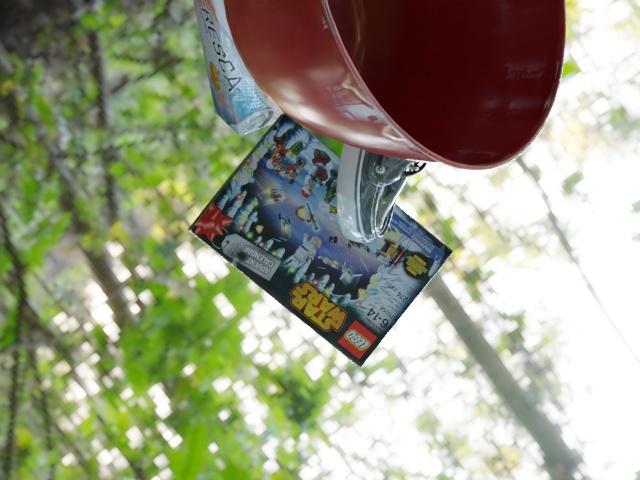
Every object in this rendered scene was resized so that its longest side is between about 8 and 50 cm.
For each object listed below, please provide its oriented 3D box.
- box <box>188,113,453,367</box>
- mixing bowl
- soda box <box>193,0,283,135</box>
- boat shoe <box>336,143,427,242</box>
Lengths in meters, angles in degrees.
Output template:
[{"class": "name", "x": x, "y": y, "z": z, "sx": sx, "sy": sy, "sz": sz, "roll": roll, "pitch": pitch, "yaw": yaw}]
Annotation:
[{"class": "box", "x": 0.000, "y": 0.000, "z": 0.950, "sx": 0.094, "sy": 0.137, "sz": 0.027, "roll": -52, "pitch": -173, "yaw": -3}, {"class": "mixing bowl", "x": 0.022, "y": -0.114, "z": 0.699, "sx": 0.098, "sy": 0.181, "sz": 0.181, "roll": -8, "pitch": -152, "yaw": 42}, {"class": "soda box", "x": -0.076, "y": -0.194, "z": 1.438, "sx": 0.063, "sy": 0.183, "sz": 0.058, "roll": -23, "pitch": -142, "yaw": -18}, {"class": "boat shoe", "x": 0.039, "y": -0.056, "z": 0.837, "sx": 0.040, "sy": 0.142, "sz": 0.049, "roll": 20, "pitch": -145, "yaw": 20}]
